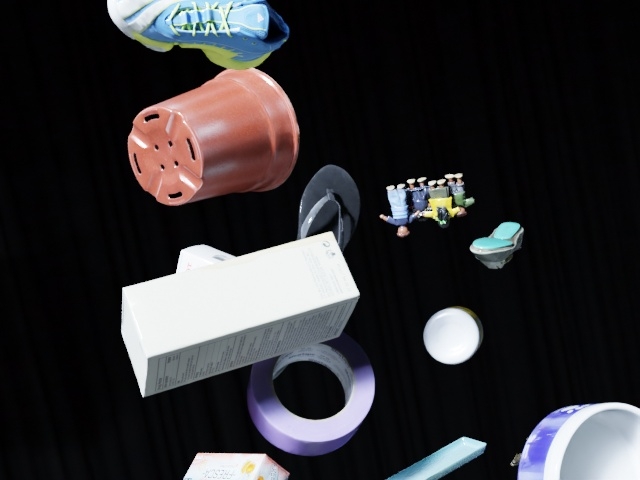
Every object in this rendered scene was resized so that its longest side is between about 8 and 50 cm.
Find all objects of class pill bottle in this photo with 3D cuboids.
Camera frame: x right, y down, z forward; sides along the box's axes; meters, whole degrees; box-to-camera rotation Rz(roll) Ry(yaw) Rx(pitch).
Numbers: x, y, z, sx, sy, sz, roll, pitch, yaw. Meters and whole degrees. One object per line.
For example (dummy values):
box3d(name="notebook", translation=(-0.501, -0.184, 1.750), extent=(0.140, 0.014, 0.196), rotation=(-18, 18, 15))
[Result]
box3d(name="pill bottle", translation=(0.254, 0.176, 1.957), extent=(0.103, 0.103, 0.184), rotation=(-10, -4, 11))

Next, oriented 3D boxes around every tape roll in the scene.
box3d(name="tape roll", translation=(-0.016, 0.227, 1.581), extent=(0.189, 0.189, 0.080), rotation=(-12, -26, -15))

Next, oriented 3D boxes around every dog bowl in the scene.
box3d(name="dog bowl", translation=(0.457, 0.399, 1.688), extent=(0.265, 0.265, 0.104), rotation=(-12, -3, -27))

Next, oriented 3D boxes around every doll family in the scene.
box3d(name="doll family", translation=(0.223, -0.070, 2.168), extent=(0.193, 0.111, 0.076), rotation=(-4, 20, 20))

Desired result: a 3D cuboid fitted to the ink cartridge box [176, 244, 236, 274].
box3d(name="ink cartridge box", translation=(-0.176, 0.118, 1.993), extent=(0.218, 0.158, 0.092), rotation=(21, 15, 24))

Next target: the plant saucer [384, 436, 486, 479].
box3d(name="plant saucer", translation=(0.177, 0.369, 1.666), extent=(0.192, 0.018, 0.067), rotation=(-24, 11, -25))

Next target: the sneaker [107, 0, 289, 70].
box3d(name="sneaker", translation=(-0.138, -0.282, 1.282), extent=(0.126, 0.091, 0.240), rotation=(-12, -13, 43))

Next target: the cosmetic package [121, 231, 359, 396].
box3d(name="cosmetic package", translation=(-0.116, 0.104, 1.462), extent=(0.309, 0.113, 0.160), rotation=(-14, -24, -20))

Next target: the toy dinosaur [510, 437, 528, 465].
box3d(name="toy dinosaur", translation=(0.444, 0.388, 1.942), extent=(0.183, 0.092, 0.053), rotation=(2, 41, -10))

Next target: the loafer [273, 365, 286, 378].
box3d(name="loafer", translation=(-0.064, 0.170, 2.216), extent=(0.267, 0.084, 0.096), rotation=(-56, 16, -17))

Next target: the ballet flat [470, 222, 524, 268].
box3d(name="ballet flat", translation=(0.339, 0.020, 1.964), extent=(0.072, 0.068, 0.213), rotation=(9, 17, 25))

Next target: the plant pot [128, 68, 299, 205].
box3d(name="plant pot", translation=(-0.229, -0.200, 2.110), extent=(0.272, 0.272, 0.265), rotation=(-8, 11, 39))

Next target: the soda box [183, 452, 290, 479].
box3d(name="soda box", translation=(-0.132, 0.365, 1.577), extent=(0.183, 0.058, 0.063), rotation=(-13, 41, 49))

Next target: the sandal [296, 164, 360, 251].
box3d(name="sandal", translation=(0.001, 0.001, 1.632), extent=(0.097, 0.254, 0.054), rotation=(19, -13, -8))
